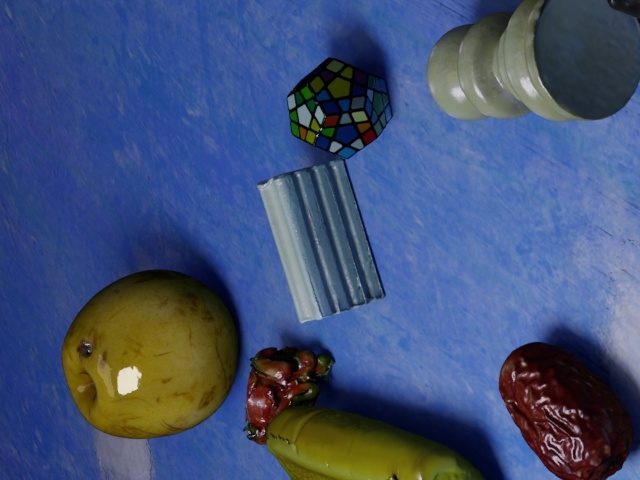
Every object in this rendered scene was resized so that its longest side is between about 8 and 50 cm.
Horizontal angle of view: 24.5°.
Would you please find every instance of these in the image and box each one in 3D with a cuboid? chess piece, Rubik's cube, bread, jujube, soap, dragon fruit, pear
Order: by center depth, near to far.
[{"bbox_3d":[0.207,-0.189,1.557,0.251,0.144,0.144,-1,103,62],"label":"chess piece"},{"bbox_3d":[0.268,0.188,1.636,0.112,0.109,0.176,-48,55,14],"label":"jujube"},{"bbox_3d":[0.023,-0.166,1.837,0.112,0.133,0.133,-103,21,-50],"label":"Rubik's cube"},{"bbox_3d":[0.081,0.299,1.937,0.384,0.112,0.166,6,136,54],"label":"bread"},{"bbox_3d":[0.000,0.000,1.937,0.063,0.115,0.198,-18,88,56],"label":"soap"},{"bbox_3d":[-0.055,0.217,2.106,0.175,0.142,0.138,-22,49,36],"label":"dragon fruit"},{"bbox_3d":[-0.261,0.175,2.258,0.281,0.281,0.280,27,125,48],"label":"pear"}]

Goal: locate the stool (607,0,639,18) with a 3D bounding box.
[{"bbox_3d":[0.346,-0.294,1.287,0.232,0.141,0.232,27,124,48],"label":"stool"}]
